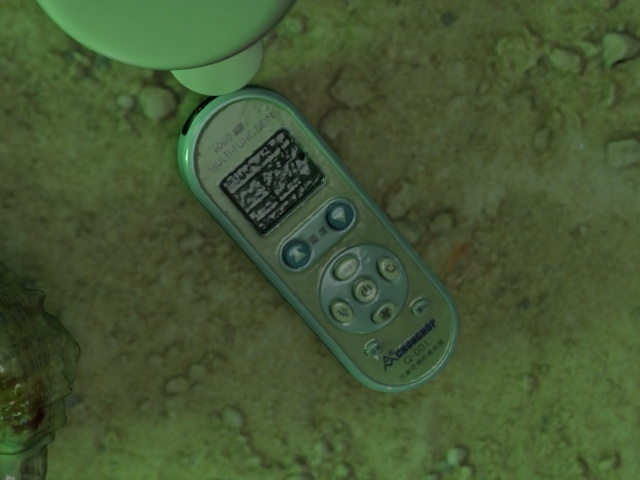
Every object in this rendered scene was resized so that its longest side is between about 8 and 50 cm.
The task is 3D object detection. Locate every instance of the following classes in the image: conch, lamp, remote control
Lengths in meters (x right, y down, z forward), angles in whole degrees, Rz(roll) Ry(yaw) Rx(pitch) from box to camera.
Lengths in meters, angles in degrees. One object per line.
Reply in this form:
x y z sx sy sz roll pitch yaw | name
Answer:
-0.248 0.102 0.971 0.245 0.163 0.178 -12 89 -39 | conch
-0.107 -0.203 0.976 0.246 0.108 0.179 33 105 -19 | lamp
0.000 0.000 1.094 0.087 0.047 0.244 -40 112 -1 | remote control
